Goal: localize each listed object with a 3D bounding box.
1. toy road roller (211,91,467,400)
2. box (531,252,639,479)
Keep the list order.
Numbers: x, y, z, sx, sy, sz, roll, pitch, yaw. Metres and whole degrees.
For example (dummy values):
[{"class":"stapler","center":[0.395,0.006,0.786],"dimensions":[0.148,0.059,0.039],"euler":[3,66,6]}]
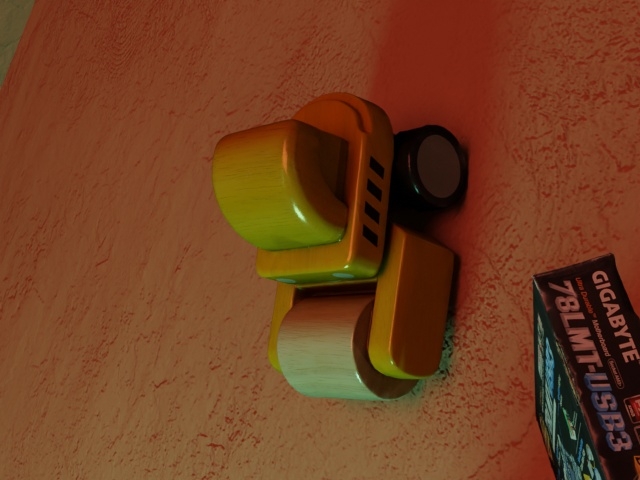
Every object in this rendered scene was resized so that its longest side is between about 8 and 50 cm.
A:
[{"class":"toy road roller","center":[0.000,0.000,1.213],"dimensions":[0.202,0.240,0.330],"euler":[-7,71,48]},{"class":"box","center":[0.235,0.207,0.848],"dimensions":[0.073,0.295,0.293],"euler":[-13,58,3]}]
